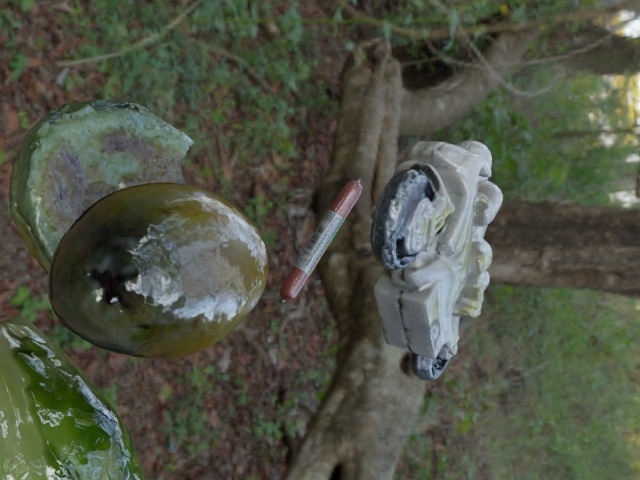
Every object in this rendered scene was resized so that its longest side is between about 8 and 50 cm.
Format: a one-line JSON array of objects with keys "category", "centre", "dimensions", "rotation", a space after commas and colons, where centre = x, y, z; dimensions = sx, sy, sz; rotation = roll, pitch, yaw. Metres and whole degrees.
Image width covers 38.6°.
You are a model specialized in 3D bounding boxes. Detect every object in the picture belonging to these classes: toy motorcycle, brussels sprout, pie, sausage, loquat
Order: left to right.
[{"category": "brussels sprout", "centre": [-0.386, 0.288, 1.199], "dimensions": [0.371, 0.276, 0.315], "rotation": [65, -8, -12]}, {"category": "pie", "centre": [-0.250, -0.045, 1.152], "dimensions": [0.302, 0.067, 0.302], "rotation": [20, 61, -42]}, {"category": "loquat", "centre": [-0.157, 0.029, 0.894], "dimensions": [0.227, 0.179, 0.179], "rotation": [-7, 88, -47]}, {"category": "sausage", "centre": [0.000, 0.000, 1.366], "dimensions": [0.223, 0.029, 0.029], "rotation": [-58, 160, -6]}, {"category": "toy motorcycle", "centre": [0.128, 0.004, 0.974], "dimensions": [0.223, 0.108, 0.340], "rotation": [-61, 153, -28]}]
